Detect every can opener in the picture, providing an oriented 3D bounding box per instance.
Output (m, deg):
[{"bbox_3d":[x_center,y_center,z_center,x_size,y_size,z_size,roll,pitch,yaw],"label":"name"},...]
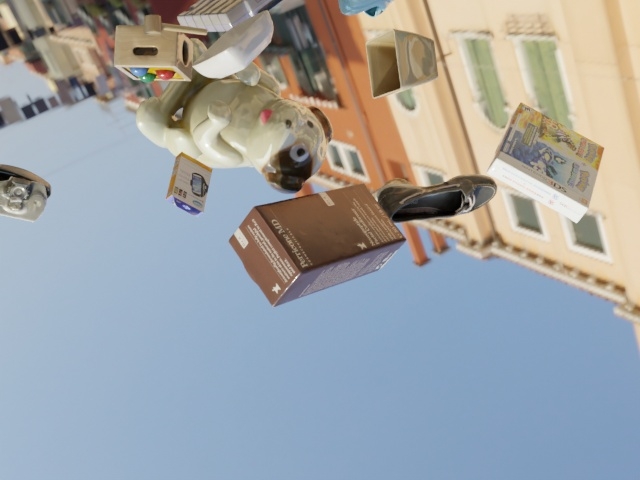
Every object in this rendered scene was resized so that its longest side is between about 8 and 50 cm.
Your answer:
[{"bbox_3d":[-0.611,-0.101,1.455,0.283,0.076,0.095,14,-158,-17],"label":"can opener"}]

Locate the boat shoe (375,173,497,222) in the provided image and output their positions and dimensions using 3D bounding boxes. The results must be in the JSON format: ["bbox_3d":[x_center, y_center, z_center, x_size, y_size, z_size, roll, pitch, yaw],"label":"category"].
[{"bbox_3d":[0.307,-0.095,2.158,0.335,0.112,0.095,-6,-141,-14],"label":"boat shoe"}]

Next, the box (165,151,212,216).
[{"bbox_3d":[-0.276,-0.112,1.772,0.028,0.081,0.136,-30,-139,42],"label":"box"}]

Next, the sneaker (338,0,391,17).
[{"bbox_3d":[0.155,-0.671,2.221,0.135,0.150,0.366,35,-142,26],"label":"sneaker"}]

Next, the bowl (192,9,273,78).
[{"bbox_3d":[-0.153,-0.353,1.559,0.142,0.053,0.142,-7,-141,51],"label":"bowl"}]

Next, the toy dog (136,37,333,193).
[{"bbox_3d":[-0.179,-0.256,2.055,0.408,0.395,0.284,19,-122,30],"label":"toy dog"}]

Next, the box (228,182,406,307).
[{"bbox_3d":[0.000,0.000,1.939,0.381,0.191,0.143,-17,155,-45],"label":"box"}]

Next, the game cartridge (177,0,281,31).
[{"bbox_3d":[-0.140,-0.593,1.968,0.355,0.068,0.230,-43,-142,-23],"label":"game cartridge"}]

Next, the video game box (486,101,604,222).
[{"bbox_3d":[0.420,-0.148,1.564,0.205,0.187,0.048,-59,179,-44],"label":"video game box"}]

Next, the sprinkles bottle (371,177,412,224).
[{"bbox_3d":[0.155,-0.073,2.392,0.121,0.121,0.355,-5,-163,32],"label":"sprinkles bottle"}]

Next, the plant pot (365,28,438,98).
[{"bbox_3d":[0.157,-0.328,1.571,0.096,0.109,0.109,-8,-177,-25],"label":"plant pot"}]

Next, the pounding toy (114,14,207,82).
[{"bbox_3d":[-0.313,-0.373,1.676,0.181,0.094,0.206,2,178,6],"label":"pounding toy"}]
